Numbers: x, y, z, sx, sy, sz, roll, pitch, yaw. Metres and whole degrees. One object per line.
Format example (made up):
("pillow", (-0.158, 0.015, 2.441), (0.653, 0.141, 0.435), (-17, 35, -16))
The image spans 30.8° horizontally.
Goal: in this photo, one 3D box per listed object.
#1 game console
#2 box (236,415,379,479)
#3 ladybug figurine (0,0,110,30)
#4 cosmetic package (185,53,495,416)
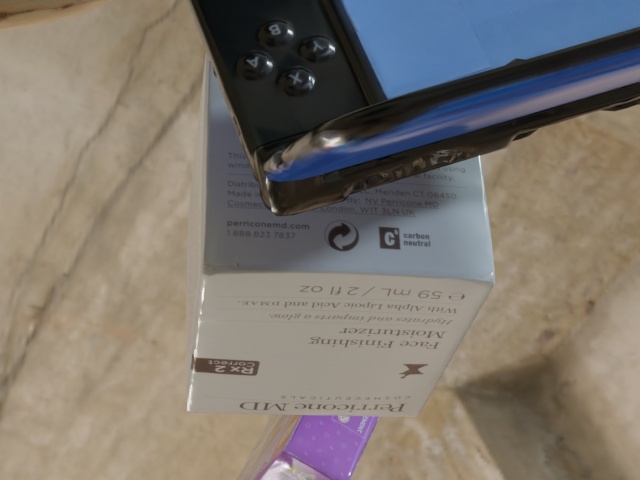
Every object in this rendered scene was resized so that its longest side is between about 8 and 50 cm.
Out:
("game console", (0.100, -0.128, 0.471), (0.173, 0.293, 0.250), (91, -20, -59))
("box", (-0.010, 0.166, 0.995), (0.201, 0.057, 0.293), (-60, -179, -36))
("ladybug figurine", (-0.337, -0.354, 1.193), (0.162, 0.449, 0.305), (89, -2, -85))
("cosmetic package", (0.000, 0.000, 0.678), (0.183, 0.151, 0.151), (105, -14, -58))
